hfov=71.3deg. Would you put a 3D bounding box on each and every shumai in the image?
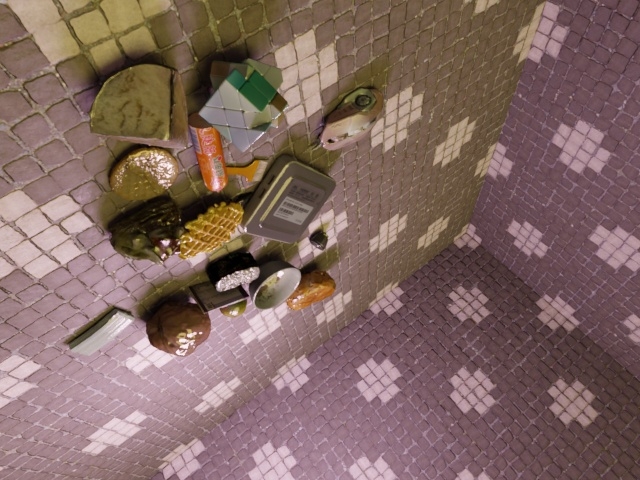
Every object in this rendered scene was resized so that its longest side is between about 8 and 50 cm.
[{"bbox_3d":[-0.554,-0.004,1.502,0.255,0.218,0.189,-37,147,-17],"label":"shumai"}]

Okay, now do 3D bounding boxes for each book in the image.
[{"bbox_3d":[-0.457,0.237,2.012,0.231,0.157,0.026,-17,144,-40],"label":"book"}]

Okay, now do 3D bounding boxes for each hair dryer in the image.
[{"bbox_3d":[-0.312,-0.156,1.806,0.079,0.031,0.083,-34,166,-35],"label":"hair dryer"}]

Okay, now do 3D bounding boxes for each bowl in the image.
[{"bbox_3d":[-0.252,0.198,2.241,0.289,0.146,0.289,-30,148,-21],"label":"bowl"}]

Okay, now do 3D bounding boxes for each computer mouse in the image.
[{"bbox_3d":[0.123,-0.476,1.829,0.389,0.115,0.200,-40,149,-8],"label":"computer mouse"}]

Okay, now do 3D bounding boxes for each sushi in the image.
[{"bbox_3d":[-0.389,0.133,1.990,0.224,0.127,0.124,-19,145,-25],"label":"sushi"}]

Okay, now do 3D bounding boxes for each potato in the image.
[{"bbox_3d":[-0.478,-0.364,1.225,0.264,0.210,0.190,-130,-138,-83],"label":"potato"}]

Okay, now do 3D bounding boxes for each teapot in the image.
[{"bbox_3d":[-0.006,-0.005,2.369,0.092,0.124,0.091,42,76,-22],"label":"teapot"}]

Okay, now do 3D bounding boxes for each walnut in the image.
[{"bbox_3d":[-0.612,0.383,1.941,0.273,0.227,0.273,-37,156,-20],"label":"walnut"}]

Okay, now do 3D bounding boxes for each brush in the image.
[{"bbox_3d":[-0.311,-0.261,1.666,0.272,0.013,0.103,-9,137,-46],"label":"brush"}]

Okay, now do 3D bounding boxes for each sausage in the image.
[{"bbox_3d":[-0.364,-0.273,1.483,0.092,0.093,0.312,-30,147,-23],"label":"sausage"}]

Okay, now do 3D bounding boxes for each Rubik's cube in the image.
[{"bbox_3d":[-0.228,-0.428,1.341,0.224,0.265,0.213,-26,-148,45],"label":"Rubik's cube"}]

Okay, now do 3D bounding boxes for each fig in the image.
[{"bbox_3d":[-0.451,0.329,2.229,0.149,0.149,0.245,-23,165,-34],"label":"fig"}]

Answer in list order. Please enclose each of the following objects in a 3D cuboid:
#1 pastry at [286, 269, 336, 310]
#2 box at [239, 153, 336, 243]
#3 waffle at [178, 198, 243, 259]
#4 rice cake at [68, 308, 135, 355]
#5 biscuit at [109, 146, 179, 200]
[{"bbox_3d":[-0.068,0.275,2.568,0.310,0.162,0.255,-22,158,-17],"label":"pastry"},{"bbox_3d":[-0.132,-0.164,1.928,0.373,0.090,0.367,-53,148,16],"label":"box"},{"bbox_3d":[-0.423,-0.034,1.712,0.329,0.062,0.329,-42,169,-10],"label":"waffle"},{"bbox_3d":[-0.868,0.368,1.782,0.237,0.043,0.127,-39,153,-6],"label":"rice cake"},{"bbox_3d":[-0.549,-0.204,1.397,0.219,0.033,0.220,-26,153,-15],"label":"biscuit"}]
